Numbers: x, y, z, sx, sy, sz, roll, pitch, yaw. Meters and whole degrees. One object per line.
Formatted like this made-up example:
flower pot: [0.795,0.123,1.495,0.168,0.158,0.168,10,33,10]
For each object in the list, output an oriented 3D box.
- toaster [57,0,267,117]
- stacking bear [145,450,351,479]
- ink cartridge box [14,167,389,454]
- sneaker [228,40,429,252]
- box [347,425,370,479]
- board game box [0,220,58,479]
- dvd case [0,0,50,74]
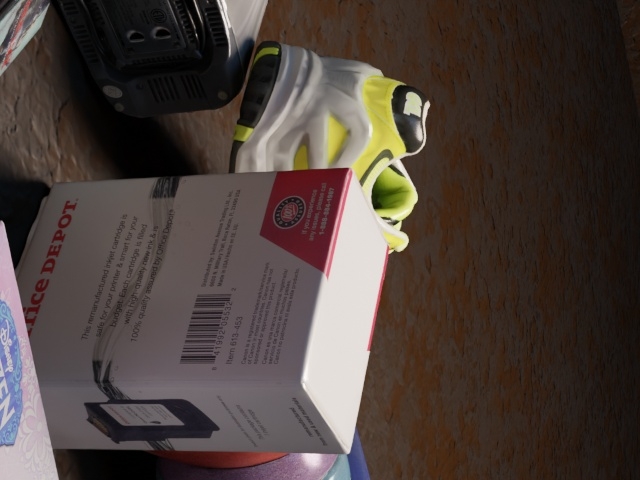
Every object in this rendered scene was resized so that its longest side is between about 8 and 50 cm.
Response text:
toaster: [-0.122,-0.216,1.070,0.146,0.129,0.227,-73,150,-46]
stacking bear: [-0.053,0.226,1.125,0.175,0.164,0.289,-33,129,-38]
ink cartridge box: [-0.089,0.049,0.968,0.100,0.237,0.172,61,34,-48]
sneaker: [0.000,0.000,1.181,0.384,0.147,0.145,96,5,-57]
box: [0.010,0.222,1.241,0.136,0.036,0.225,105,-24,-49]
board game box: [-0.242,0.198,0.742,0.318,0.066,0.318,-58,150,-53]
dvd case: [-0.206,-0.144,0.942,0.087,0.013,0.119,-57,-175,43]
